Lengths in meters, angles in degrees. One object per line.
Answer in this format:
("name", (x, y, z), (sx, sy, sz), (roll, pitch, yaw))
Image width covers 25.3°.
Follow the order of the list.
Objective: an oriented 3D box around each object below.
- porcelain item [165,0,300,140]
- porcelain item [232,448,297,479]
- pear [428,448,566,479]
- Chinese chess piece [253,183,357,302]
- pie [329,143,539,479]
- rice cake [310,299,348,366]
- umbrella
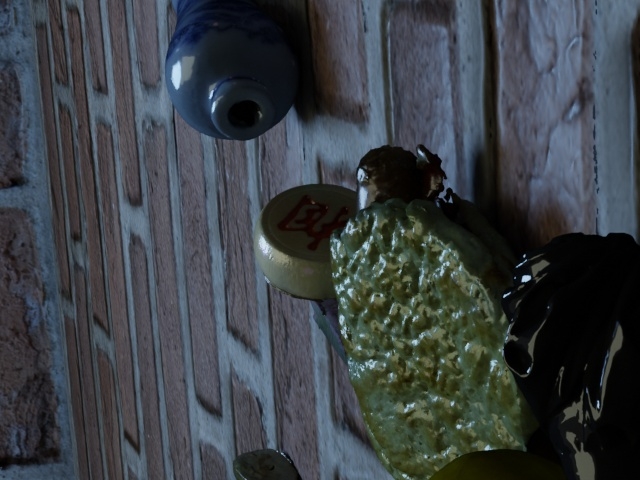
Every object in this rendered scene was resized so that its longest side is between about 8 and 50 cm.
("porcelain item", (-0.100, -0.200, 1.500), (0.259, 0.141, 0.141), (-109, 21, -52))
("porcelain item", (-0.068, 0.357, 1.698), (0.081, 0.069, 0.215), (37, 131, 48))
("pear", (0.128, 0.219, 0.969), (0.162, 0.149, 0.149), (40, 138, 35))
("Chinese chess piece", (0.000, 0.000, 1.291), (0.122, 0.122, 0.051), (-119, 24, -47))
("pie", (0.088, 0.087, 1.110), (0.257, 0.105, 0.274), (52, 145, 41))
("rice cake", (0.040, 0.100, 1.336), (0.206, 0.047, 0.036), (-129, 22, -60))
("umbrella", (0.183, 0.162, 0.855), (0.118, 0.118, 0.340), (160, 102, -70))
